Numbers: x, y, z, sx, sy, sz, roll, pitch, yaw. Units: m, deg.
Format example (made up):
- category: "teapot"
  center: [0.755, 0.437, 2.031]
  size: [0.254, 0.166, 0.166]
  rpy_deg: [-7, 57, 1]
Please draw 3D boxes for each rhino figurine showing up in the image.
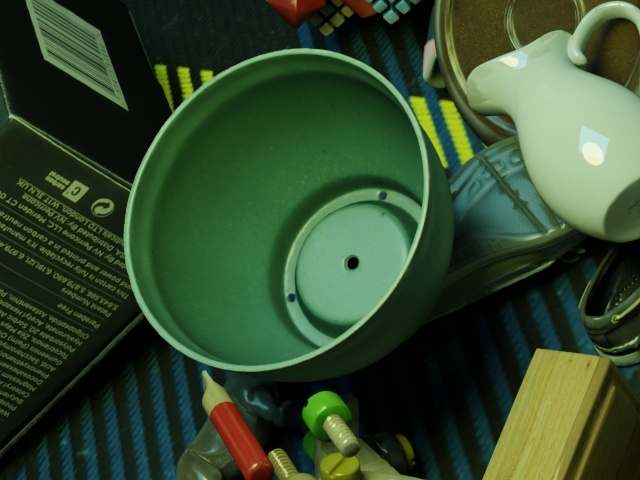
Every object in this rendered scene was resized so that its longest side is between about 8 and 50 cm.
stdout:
- category: "rhino figurine"
  center: [-0.060, 0.166, 1.767]
  size: [0.106, 0.073, 0.243]
  rpy_deg: [9, 59, 37]

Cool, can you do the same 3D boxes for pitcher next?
- category: "pitcher"
  center: [0.252, -0.111, 1.619]
  size: [0.178, 0.125, 0.207]
  rpy_deg: [-39, 51, 6]

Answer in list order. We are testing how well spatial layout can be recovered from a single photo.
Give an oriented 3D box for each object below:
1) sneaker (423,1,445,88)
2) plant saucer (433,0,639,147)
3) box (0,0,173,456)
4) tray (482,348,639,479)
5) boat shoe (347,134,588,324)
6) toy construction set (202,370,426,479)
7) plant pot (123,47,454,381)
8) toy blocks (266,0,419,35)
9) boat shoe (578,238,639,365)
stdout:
- category: "sneaker"
  center: [0.237, -0.182, 1.845]
  size: [0.319, 0.112, 0.131]
  rpy_deg: [21, 90, 44]
- category: "plant saucer"
  center: [0.226, -0.213, 1.755]
  size: [0.310, 0.050, 0.311]
  rpy_deg: [5, 97, 39]
- category: "box"
  center: [-0.416, -0.045, 1.984]
  size: [0.472, 0.297, 0.480]
  rpy_deg: [-45, 39, 17]
- category: "tray"
  center: [0.163, 0.312, 1.379]
  size: [0.076, 0.203, 0.411]
  rpy_deg: [5, 58, 38]
- category: "boat shoe"
  center: [0.161, -0.004, 1.732]
  size: [0.320, 0.103, 0.118]
  rpy_deg: [-31, 59, 10]
- category: "toy construction set"
  center: [-0.015, 0.213, 1.542]
  size: [0.257, 0.309, 0.237]
  rpy_deg: [-34, 36, -4]
- category: "plant pot"
  center: [0.000, 0.000, 1.630]
  size: [0.293, 0.196, 0.293]
  rpy_deg: [-10, 68, 25]
- category: "toy blocks"
  center: [0.076, -0.345, 1.976]
  size: [0.381, 0.191, 0.261]
  rpy_deg: [-38, 25, 23]
- category: "boat shoe"
  center: [0.309, 0.004, 1.636]
  size: [0.081, 0.069, 0.228]
  rpy_deg: [15, 65, 43]
